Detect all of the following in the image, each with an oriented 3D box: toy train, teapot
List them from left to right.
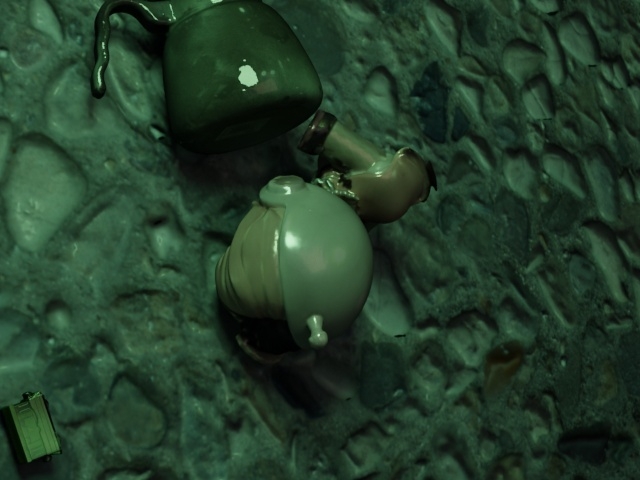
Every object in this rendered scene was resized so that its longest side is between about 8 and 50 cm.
[{"bbox_3d":[-0.368,0.240,1.541,0.056,0.038,0.093,-19,91,-37],"label":"toy train"},{"bbox_3d":[-0.177,-0.278,1.756,0.305,0.223,0.285,-18,81,1],"label":"teapot"}]

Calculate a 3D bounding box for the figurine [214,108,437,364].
[{"bbox_3d":[-0.004,-0.007,1.766,0.361,0.211,0.253,-53,128,-32],"label":"figurine"}]
